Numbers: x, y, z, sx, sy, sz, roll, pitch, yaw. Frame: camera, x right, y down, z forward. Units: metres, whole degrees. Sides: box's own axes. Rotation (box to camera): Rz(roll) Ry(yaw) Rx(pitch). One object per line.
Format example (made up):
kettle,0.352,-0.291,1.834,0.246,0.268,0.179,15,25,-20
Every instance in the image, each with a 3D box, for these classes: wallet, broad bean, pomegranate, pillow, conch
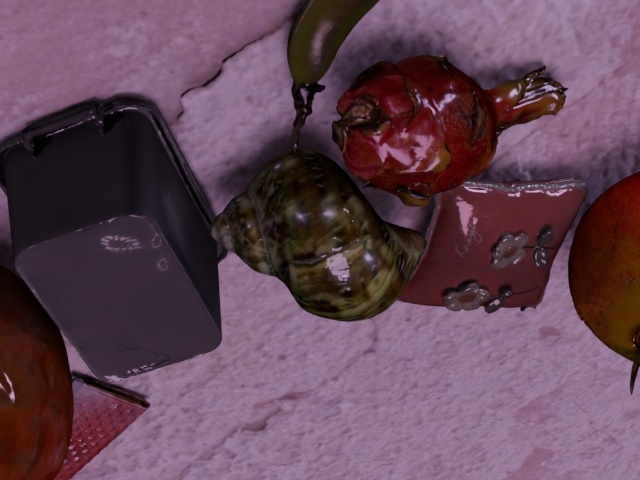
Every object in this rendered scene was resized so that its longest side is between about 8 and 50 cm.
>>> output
wallet,-0.289,0.223,1.338,0.103,0.020,0.196,25,124,-34
broad bean,0.043,-0.215,0.945,0.075,0.067,0.325,36,125,-6
pomegranate,0.350,0.037,1.166,0.210,0.235,0.210,5,144,4
pillow,0.175,0.009,1.201,0.171,0.075,0.179,0,134,-18
conch,-0.002,0.002,1.100,0.181,0.124,0.187,31,165,3

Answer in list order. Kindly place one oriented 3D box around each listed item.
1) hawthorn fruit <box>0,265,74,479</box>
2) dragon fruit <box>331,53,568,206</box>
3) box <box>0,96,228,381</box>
hawthorn fruit,-0.347,0.167,1.050,0.277,0.298,0.277,-22,141,-19
dragon fruit,0.120,-0.107,1.045,0.246,0.125,0.125,-20,173,-24
box,-0.179,0.010,1.060,0.163,0.135,0.243,-18,138,4
